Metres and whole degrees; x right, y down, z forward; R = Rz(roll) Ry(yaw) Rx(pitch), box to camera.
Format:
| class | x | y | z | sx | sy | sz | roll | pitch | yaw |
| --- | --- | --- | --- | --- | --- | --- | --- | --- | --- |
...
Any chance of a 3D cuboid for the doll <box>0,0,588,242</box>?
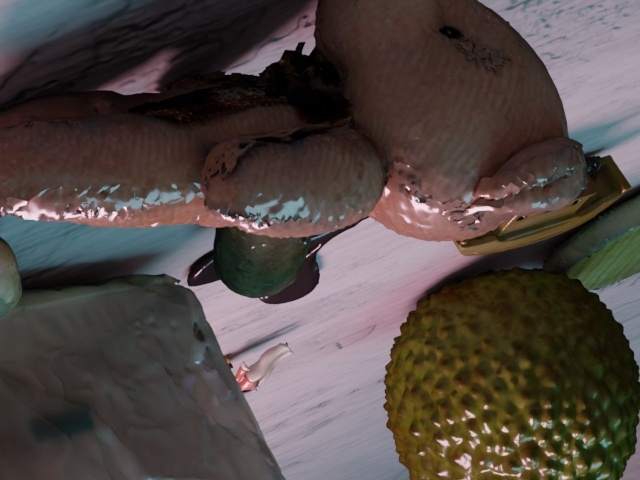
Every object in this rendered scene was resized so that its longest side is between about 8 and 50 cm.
| class | x | y | z | sx | sy | sz | roll | pitch | yaw |
| --- | --- | --- | --- | --- | --- | --- | --- | --- | --- |
| doll | -0.025 | -0.076 | 0.862 | 0.303 | 0.156 | 0.201 | -2 | -160 | -16 |

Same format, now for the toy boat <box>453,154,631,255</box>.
| class | x | y | z | sx | sy | sz | roll | pitch | yaw |
| --- | --- | --- | --- | --- | --- | --- | --- | --- | --- |
| toy boat | 0.181 | -0.036 | 1.440 | 0.200 | 0.057 | 0.077 | -14 | 155 | -38 |

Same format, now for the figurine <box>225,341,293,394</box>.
| class | x | y | z | sx | sy | sz | roll | pitch | yaw |
| --- | --- | --- | --- | --- | --- | --- | --- | --- | --- |
| figurine | -0.075 | 0.125 | 1.591 | 0.109 | 0.047 | 0.064 | -34 | 159 | -4 |

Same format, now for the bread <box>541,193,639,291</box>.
| class | x | y | z | sx | sy | sz | roll | pitch | yaw |
| --- | --- | --- | --- | --- | --- | --- | --- | --- | --- |
| bread | 0.347 | -0.015 | 1.815 | 0.267 | 0.040 | 0.267 | -24 | 165 | -7 |

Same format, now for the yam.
| class | x | y | z | sx | sy | sz | roll | pitch | yaw |
| --- | --- | --- | --- | --- | --- | --- | --- | --- | --- |
| yam | -0.034 | -0.014 | 1.127 | 0.068 | 0.068 | 0.169 | -23 | 166 | -11 |

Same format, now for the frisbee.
| class | x | y | z | sx | sy | sz | roll | pitch | yaw |
| --- | --- | --- | --- | --- | --- | --- | --- | --- | --- |
| frisbee | 0.000 | 0.000 | 1.342 | 0.187 | 0.012 | 0.211 | -31 | 164 | 17 |

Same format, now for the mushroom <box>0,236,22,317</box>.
| class | x | y | z | sx | sy | sz | roll | pitch | yaw |
| --- | --- | --- | --- | --- | --- | --- | --- | --- | --- |
| mushroom | -0.208 | 0.031 | 0.990 | 0.083 | 0.067 | 0.083 | -19 | 159 | -8 |

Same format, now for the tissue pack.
| class | x | y | z | sx | sy | sz | roll | pitch | yaw |
| --- | --- | --- | --- | --- | --- | --- | --- | --- | --- |
| tissue pack | -0.262 | 0.194 | 1.186 | 0.380 | 0.207 | 0.297 | -37 | 163 | 37 |

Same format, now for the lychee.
| class | x | y | z | sx | sy | sz | roll | pitch | yaw |
| --- | --- | --- | --- | --- | --- | --- | --- | --- | --- |
| lychee | 0.190 | 0.155 | 1.712 | 0.270 | 0.320 | 0.270 | -17 | 131 | -21 |
